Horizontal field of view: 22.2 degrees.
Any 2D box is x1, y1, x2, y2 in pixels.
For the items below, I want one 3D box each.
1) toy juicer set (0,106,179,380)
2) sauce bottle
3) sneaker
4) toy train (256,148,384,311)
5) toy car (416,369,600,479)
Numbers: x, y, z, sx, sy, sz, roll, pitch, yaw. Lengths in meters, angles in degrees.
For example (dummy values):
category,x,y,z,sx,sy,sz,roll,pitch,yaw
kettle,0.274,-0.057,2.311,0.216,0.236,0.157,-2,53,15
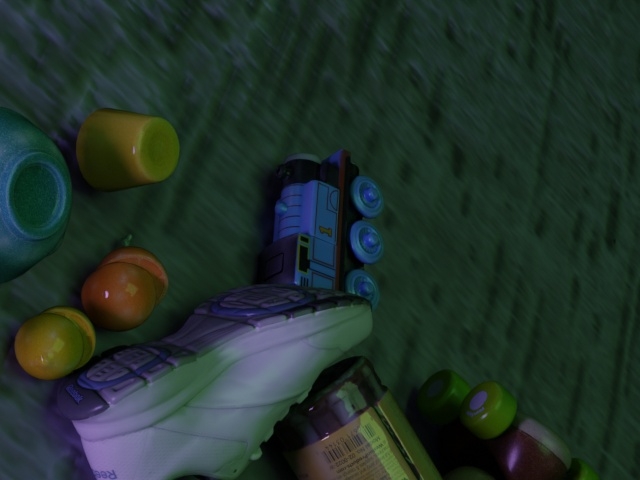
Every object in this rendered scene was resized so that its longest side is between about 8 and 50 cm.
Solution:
category,x,y,z,sx,sy,sz,roll,pitch,yaw
toy juicer set,-0.241,0.003,1.224,0.329,0.089,0.209,-5,95,-53
sauce bottle,0.080,0.270,1.422,0.111,0.111,0.344,-35,97,-50
sneaker,-0.076,0.120,1.329,0.297,0.111,0.129,-24,110,-33
toy train,0.000,0.000,1.492,0.105,0.080,0.184,24,57,-34
toy car,0.139,0.244,1.533,0.155,0.149,0.188,42,75,-23
